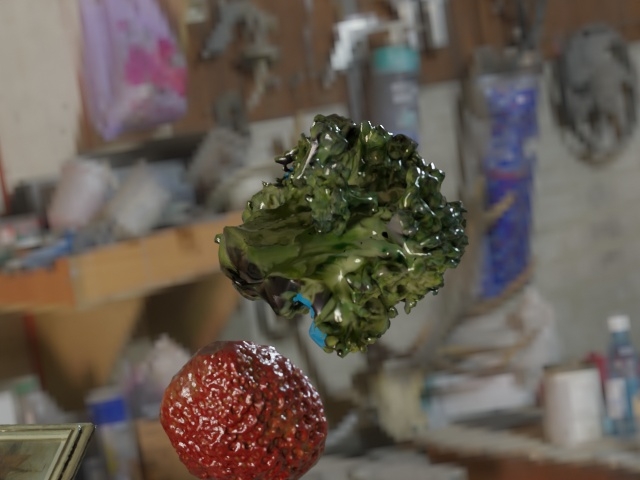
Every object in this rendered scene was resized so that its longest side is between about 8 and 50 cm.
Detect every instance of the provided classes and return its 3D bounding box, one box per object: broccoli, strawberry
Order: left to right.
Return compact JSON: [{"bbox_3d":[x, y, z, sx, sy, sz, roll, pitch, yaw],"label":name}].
[{"bbox_3d":[-0.066,0.136,1.605,0.131,0.148,0.131,-21,23,10],"label":"strawberry"},{"bbox_3d":[0.000,0.000,1.192,0.160,0.155,0.167,-17,38,-42],"label":"broccoli"}]

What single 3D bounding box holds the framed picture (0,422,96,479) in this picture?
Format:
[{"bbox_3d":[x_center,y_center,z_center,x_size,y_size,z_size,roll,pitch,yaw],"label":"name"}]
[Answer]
[{"bbox_3d":[-0.299,0.259,1.558,0.217,0.274,0.017,-7,-39,42],"label":"framed picture"}]
